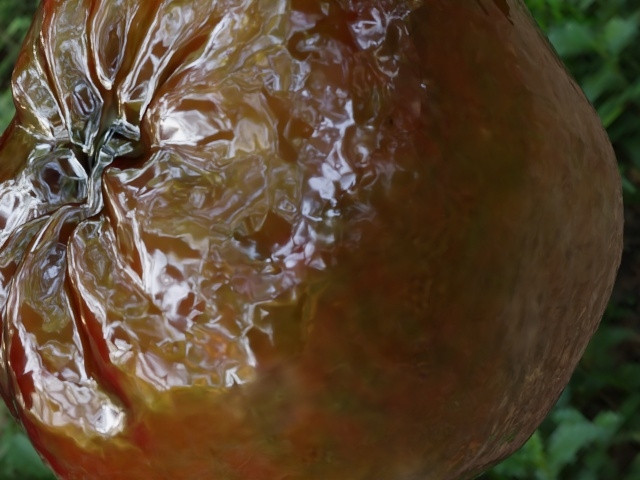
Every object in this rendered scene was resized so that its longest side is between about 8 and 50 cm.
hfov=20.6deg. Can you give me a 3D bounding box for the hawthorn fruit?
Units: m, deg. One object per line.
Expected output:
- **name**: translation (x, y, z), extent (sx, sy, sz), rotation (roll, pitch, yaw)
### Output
- **hawthorn fruit**: translation (0.000, 0.000, 1.040), extent (0.403, 0.403, 0.403), rotation (-37, 29, 25)
